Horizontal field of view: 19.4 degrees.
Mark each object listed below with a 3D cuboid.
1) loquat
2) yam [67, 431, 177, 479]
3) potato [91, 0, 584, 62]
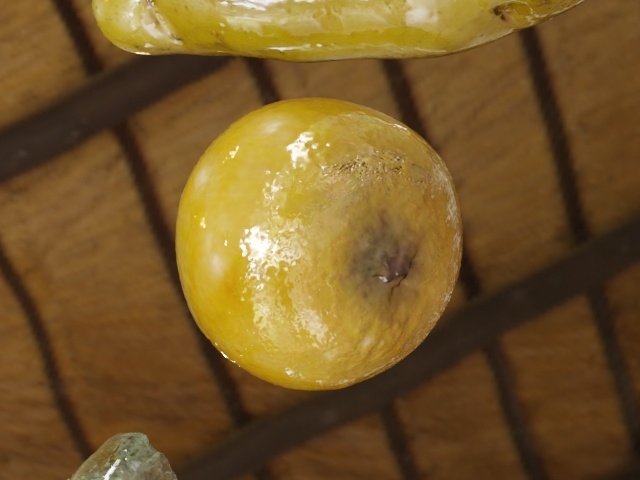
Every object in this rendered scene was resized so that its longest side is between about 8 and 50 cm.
[{"bbox_3d":[0.000,0.000,1.653,0.263,0.263,0.263,-29,-54,-51],"label":"loquat"},{"bbox_3d":[-0.177,0.210,1.144,0.253,0.061,0.061,-45,-43,-44],"label":"yam"},{"bbox_3d":[0.032,-0.198,1.211,0.176,0.369,0.195,44,-142,-71],"label":"potato"}]
